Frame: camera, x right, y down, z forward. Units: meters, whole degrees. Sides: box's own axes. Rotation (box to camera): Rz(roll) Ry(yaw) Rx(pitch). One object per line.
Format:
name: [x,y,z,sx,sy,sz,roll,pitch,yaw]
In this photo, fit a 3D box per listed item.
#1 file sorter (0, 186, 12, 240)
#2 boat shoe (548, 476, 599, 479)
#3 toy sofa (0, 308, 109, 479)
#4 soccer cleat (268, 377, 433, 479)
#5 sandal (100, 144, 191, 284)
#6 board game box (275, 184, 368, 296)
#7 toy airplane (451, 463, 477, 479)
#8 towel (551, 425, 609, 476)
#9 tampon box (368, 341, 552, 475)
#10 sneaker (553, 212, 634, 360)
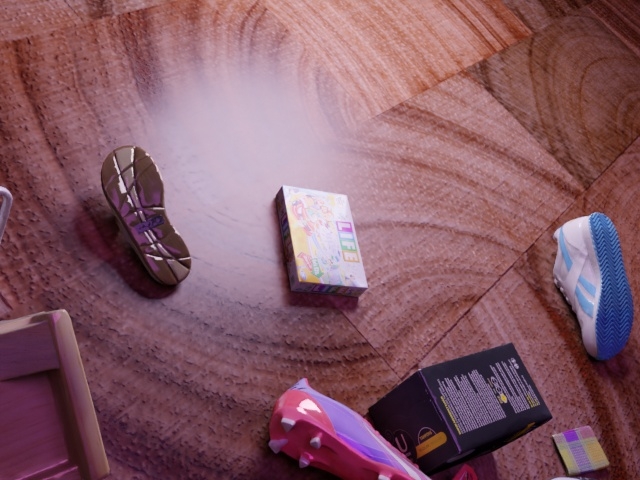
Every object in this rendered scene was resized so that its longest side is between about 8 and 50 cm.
file sorter: [-0.434,-0.072,0.643,0.173,0.193,0.278,-26,73,-44]
boat shoe: [0.347,0.330,0.916,0.142,0.049,0.040,20,16,-15]
toy sofa: [-0.370,0.173,0.548,0.362,0.177,0.150,-15,91,-38]
soccer cleat: [0.058,0.240,0.772,0.248,0.083,0.095,31,33,4]
sandal: [-0.212,-0.026,0.843,0.072,0.049,0.180,-22,85,-34]
board game box: [0.000,0.000,0.960,0.103,0.026,0.154,7,54,-28]
toy airplane: [0.157,0.334,0.804,0.151,0.028,0.151,12,57,-19]
towel: [0.357,0.289,0.971,0.083,0.009,0.060,-2,59,-31]
tampon box: [0.164,0.205,0.841,0.161,0.120,0.101,-7,61,-34]
sneaker: [0.429,0.077,1.126,0.087,0.092,0.229,7,73,-29]
